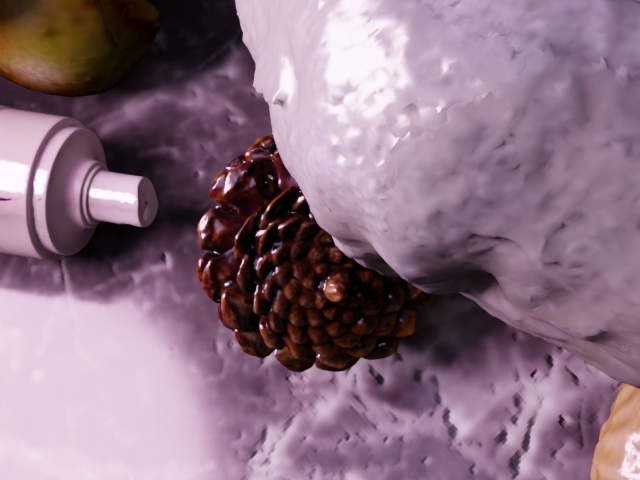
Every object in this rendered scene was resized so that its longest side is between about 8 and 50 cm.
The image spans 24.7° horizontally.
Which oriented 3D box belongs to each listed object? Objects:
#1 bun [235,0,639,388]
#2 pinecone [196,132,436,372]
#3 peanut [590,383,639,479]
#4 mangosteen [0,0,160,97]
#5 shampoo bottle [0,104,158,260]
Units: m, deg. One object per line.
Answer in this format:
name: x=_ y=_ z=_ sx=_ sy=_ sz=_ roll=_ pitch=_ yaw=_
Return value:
bun: x=0.123 y=-0.071 z=0.671 sx=0.354 sy=0.354 sz=0.194 roll=30 pitch=122 yaw=23
pinecone: x=-0.001 y=0.000 z=0.794 sx=0.140 sy=0.140 sz=0.121 roll=-43 pitch=33 yaw=-3
peanut: x=0.222 y=0.064 z=0.724 sx=0.226 sy=0.095 sz=0.108 roll=-41 pitch=73 yaw=-4
mangosteen: x=-0.204 y=-0.294 z=0.822 sx=0.381 sy=0.381 sz=0.421 roll=-2 pitch=80 yaw=14
shampoo bottle: x=-0.241 y=-0.045 z=0.891 sx=0.303 sy=0.092 sz=0.092 roll=9 pitch=73 yaw=17
